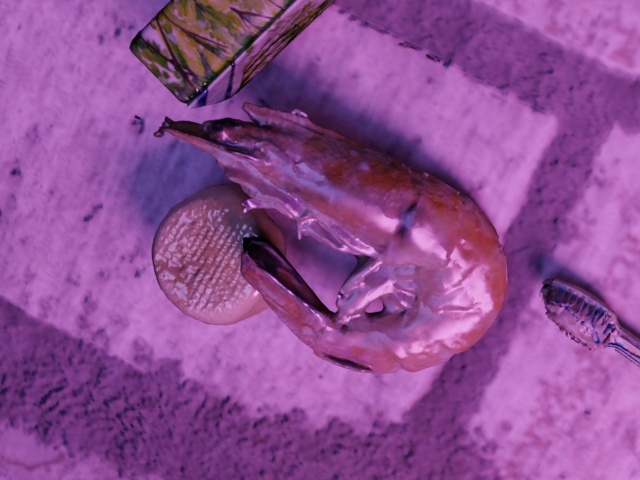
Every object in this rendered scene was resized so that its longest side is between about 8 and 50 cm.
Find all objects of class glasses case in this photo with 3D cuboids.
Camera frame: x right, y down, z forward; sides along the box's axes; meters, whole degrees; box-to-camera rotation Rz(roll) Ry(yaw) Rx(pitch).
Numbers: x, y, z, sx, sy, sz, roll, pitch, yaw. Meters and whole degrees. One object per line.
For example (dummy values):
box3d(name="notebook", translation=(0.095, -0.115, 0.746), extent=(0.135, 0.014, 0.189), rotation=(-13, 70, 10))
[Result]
box3d(name="glasses case", translation=(0.019, -0.177, 0.835), extent=(0.062, 0.095, 0.272), rotation=(47, 120, -5))

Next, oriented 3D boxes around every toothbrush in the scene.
box3d(name="toothbrush", translation=(0.243, 0.112, 0.891), extent=(0.294, 0.028, 0.026), rotation=(35, 120, 2))

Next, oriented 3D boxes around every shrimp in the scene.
box3d(name="shrimp", translation=(0.000, 0.000, 0.906), extent=(0.223, 0.047, 0.126), rotation=(27, 103, -7))

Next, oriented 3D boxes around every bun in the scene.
box3d(name="bun", translation=(-0.058, 0.009, 0.962), extent=(0.086, 0.055, 0.086), rotation=(2, 96, 19))
